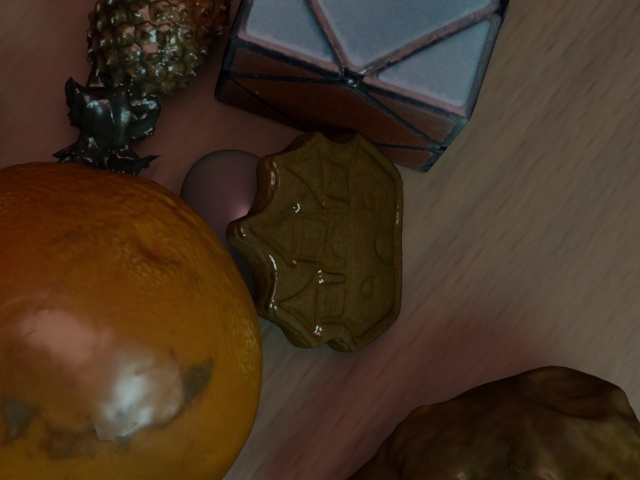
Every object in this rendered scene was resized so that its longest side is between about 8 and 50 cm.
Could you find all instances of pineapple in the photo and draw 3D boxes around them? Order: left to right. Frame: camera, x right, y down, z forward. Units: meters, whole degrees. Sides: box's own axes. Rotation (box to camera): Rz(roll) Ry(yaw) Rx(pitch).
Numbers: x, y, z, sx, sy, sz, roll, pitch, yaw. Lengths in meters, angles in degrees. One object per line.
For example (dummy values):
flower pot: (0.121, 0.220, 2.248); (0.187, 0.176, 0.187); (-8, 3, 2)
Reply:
pineapple: (-0.165, -0.117, 1.638); (0.125, 0.125, 0.251); (26, 83, -2)

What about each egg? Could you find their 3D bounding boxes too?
egg: (-0.063, -0.012, 1.628); (0.103, 0.103, 0.135); (-24, 82, -10)

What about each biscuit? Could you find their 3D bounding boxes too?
biscuit: (0.002, 0.000, 1.592); (0.034, 0.215, 0.182); (-1, 87, 37)

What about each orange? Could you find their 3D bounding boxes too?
orange: (-0.197, 0.088, 1.492); (0.312, 0.312, 0.312); (1, 80, -7)

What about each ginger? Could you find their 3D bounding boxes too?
ginger: (0.156, 0.212, 1.573); (0.223, 0.269, 0.200); (-34, 115, -46)

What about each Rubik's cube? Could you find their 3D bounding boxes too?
Rubik's cube: (0.042, -0.198, 1.623); (0.205, 0.207, 0.205); (19, 78, -2)
